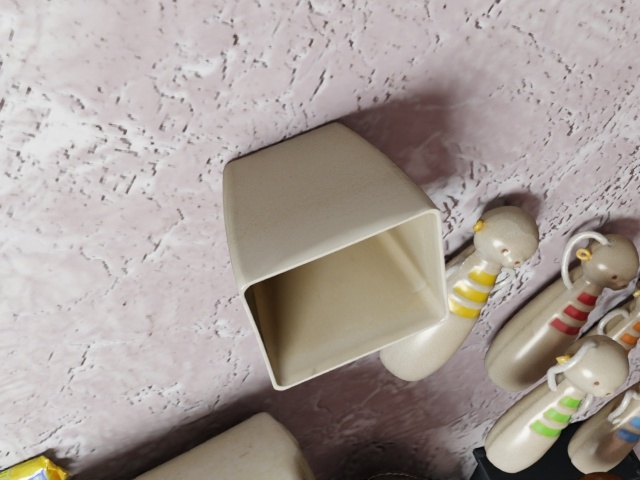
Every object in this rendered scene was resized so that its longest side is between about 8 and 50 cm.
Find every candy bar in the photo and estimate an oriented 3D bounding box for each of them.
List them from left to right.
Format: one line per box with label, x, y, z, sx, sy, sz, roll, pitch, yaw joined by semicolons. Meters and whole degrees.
candy bar;-0.250;0.187;0.746;0.161;0.018;0.040;-23;144;-4

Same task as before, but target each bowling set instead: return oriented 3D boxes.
bowling set;0.206;0.100;0.776;0.287;0.200;0.154;6;132;-42

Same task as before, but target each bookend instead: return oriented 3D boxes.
bookend;0.212;0.258;1.066;0.157;0.072;0.156;-9;141;-21

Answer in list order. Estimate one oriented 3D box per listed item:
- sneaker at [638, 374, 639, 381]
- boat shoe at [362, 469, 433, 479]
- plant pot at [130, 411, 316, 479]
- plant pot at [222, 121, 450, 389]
sneaker;0.382;0.134;1.036;0.234;0.084;0.097;15;151;-41
boat shoe;0.087;0.280;1.019;0.112;0.096;0.335;-30;139;5
plant pot;-0.100;0.291;0.748;0.305;0.334;0.334;-34;145;-9
plant pot;0.000;0.000;0.603;0.109;0.096;0.109;-22;144;-6
